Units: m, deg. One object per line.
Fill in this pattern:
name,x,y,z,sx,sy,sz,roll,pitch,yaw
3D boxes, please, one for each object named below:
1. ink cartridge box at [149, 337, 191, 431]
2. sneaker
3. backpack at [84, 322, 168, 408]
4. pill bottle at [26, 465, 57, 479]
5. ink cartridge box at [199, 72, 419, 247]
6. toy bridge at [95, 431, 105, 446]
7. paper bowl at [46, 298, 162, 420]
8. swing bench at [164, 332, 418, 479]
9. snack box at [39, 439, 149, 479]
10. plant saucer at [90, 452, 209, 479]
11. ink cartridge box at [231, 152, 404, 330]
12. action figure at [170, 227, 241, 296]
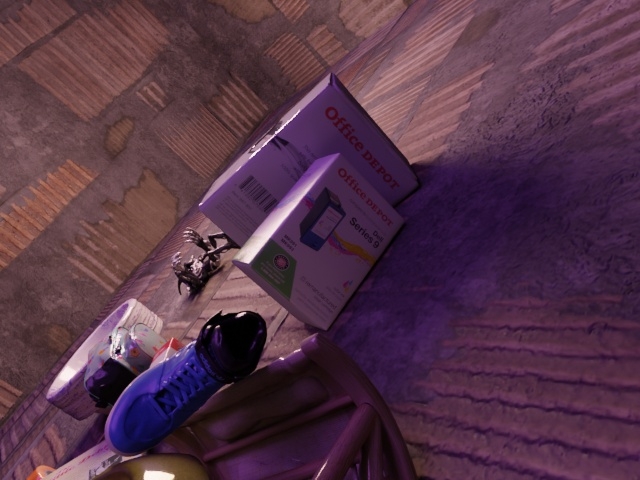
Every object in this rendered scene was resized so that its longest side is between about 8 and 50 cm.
ink cartridge box,-0.241,0.244,0.824,0.056,0.099,0.135,-42,20,12
sneaker,-0.106,0.111,0.408,0.152,0.058,0.084,-35,-5,-39
backpack,-0.356,0.245,0.943,0.144,0.166,0.188,-50,28,-12
pill bottle,-0.543,0.524,0.849,0.246,0.130,0.130,-53,21,-19
ink cartridge box,-0.020,-0.100,0.862,0.307,0.223,0.129,-39,20,19
toy bridge,-0.415,0.384,1.012,0.188,0.026,0.063,-52,19,-20
paper bowl,-0.483,0.288,1.155,0.284,0.148,0.284,-40,21,19
swing bench,-0.067,0.248,0.387,0.253,0.165,0.255,-34,18,32
snack box,-0.408,0.418,0.723,0.322,0.060,0.187,-29,14,-20
plant saucer,-0.169,0.233,0.303,0.241,0.037,0.241,-39,17,14
ink cartridge box,0.000,0.000,0.731,0.212,0.154,0.093,-52,20,-17
action figure,-0.336,0.041,1.356,0.275,0.141,0.164,-36,33,22
